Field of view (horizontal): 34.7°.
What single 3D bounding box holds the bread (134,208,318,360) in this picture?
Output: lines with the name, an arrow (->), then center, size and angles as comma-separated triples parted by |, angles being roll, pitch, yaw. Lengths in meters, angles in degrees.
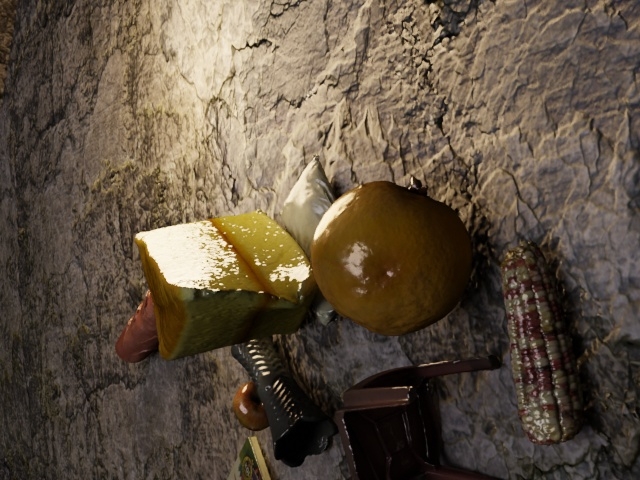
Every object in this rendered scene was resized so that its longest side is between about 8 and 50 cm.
bread -> -0.135, 0.029, 1.542 | 0.361, 0.233, 0.245 | 125, 133, -68

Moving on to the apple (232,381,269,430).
apple -> -0.111, 0.285, 1.755 | 0.071, 0.084, 0.084 | 123, 133, -58

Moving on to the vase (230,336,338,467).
vase -> -0.071, 0.243, 1.675 | 0.237, 0.115, 0.115 | 56, 136, 42

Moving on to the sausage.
sausage -> -0.318, 0.137, 2.049 | 0.433, 0.088, 0.088 | -51, 53, 46

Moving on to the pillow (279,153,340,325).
pillow -> 0.000, 0.000, 1.590 | 0.148, 0.050, 0.229 | -52, 52, 40

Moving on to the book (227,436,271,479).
book -> -0.142, 0.542, 1.852 | 0.322, 0.018, 0.228 | -66, 34, 35

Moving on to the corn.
corn -> 0.254, 0.120, 1.199 | 0.079, 0.079, 0.237 | -26, 72, 54

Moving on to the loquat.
loquat -> 0.091, 0.020, 1.328 | 0.208, 0.208, 0.208 | 8, 100, 56

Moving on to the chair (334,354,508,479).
chair -> 0.086, 0.268, 1.380 | 0.326, 0.176, 0.183 | -12, 92, 50
